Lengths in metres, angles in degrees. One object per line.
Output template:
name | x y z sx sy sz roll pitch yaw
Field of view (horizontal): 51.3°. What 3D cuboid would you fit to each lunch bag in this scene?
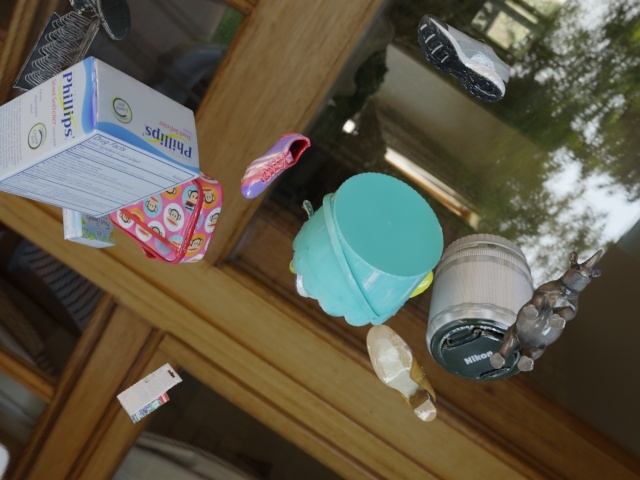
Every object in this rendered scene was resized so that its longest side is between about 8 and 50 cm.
lunch bag | -0.384 -0.076 1.611 0.120 0.293 0.258 -8 124 -56

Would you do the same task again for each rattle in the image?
rattle | 0.000 0.000 1.704 0.130 0.142 0.200 84 17 -46

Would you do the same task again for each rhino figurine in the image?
rhino figurine | 0.360 0.104 1.036 0.106 0.073 0.243 -25 148 -53

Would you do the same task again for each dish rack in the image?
dish rack | -0.598 -0.432 1.530 0.271 0.074 0.208 10 -104 52

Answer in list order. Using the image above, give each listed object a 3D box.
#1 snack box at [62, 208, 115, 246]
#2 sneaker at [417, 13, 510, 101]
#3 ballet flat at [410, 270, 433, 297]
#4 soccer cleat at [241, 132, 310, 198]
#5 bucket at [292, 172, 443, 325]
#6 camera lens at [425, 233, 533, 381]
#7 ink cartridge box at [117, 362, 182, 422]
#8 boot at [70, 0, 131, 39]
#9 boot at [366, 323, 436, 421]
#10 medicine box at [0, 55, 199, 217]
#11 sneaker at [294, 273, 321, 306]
snack box | -0.749 -0.075 2.156 0.207 0.070 0.175 34 47 -74
sneaker | 0.347 -0.453 1.614 0.108 0.271 0.100 -59 -166 -21
ballet flat | 0.183 0.120 1.723 0.231 0.077 0.077 -21 170 40
soccer cleat | -0.129 -0.215 1.886 0.095 0.083 0.248 15 -123 47
bucket | 0.096 0.012 1.337 0.281 0.281 0.183 -56 -178 -41
camera lens | 0.348 0.147 1.443 0.219 0.219 0.274 -55 -168 43
ink cartridge box | -0.327 0.294 1.290 0.115 0.063 0.029 -33 136 -23
boot | -0.616 -0.652 1.847 0.085 0.236 0.178 -28 -168 -35
boot | 0.201 0.319 1.730 0.104 0.295 0.211 -32 -171 4
medicine box | -0.422 -0.176 1.246 0.289 0.149 0.263 -18 160 25
sneaker | 0.040 0.129 1.888 0.297 0.129 0.111 25 57 -61
